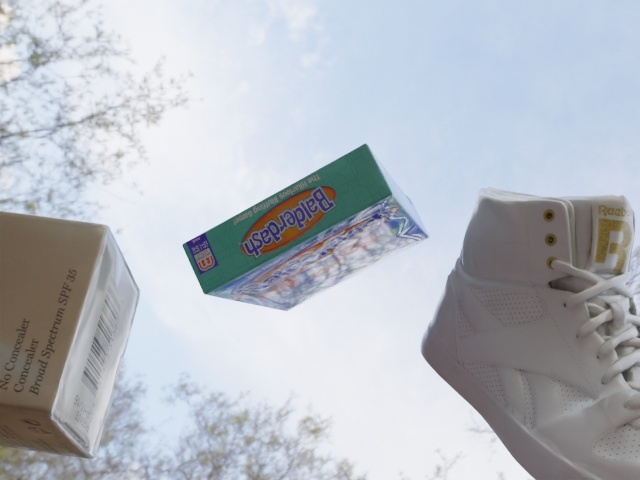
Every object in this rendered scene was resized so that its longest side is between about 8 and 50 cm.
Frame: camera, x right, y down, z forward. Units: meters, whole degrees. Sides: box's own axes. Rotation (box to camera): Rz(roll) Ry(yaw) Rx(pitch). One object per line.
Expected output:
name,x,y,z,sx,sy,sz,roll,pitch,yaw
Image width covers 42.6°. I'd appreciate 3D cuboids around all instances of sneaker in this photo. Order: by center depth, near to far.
sneaker,0.175,0.058,0.526,0.292,0.108,0.169,38,-61,54

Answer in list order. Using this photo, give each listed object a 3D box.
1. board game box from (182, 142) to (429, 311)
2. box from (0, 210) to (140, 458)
board game box,0.000,0.000,0.693,0.160,0.210,0.047,-28,-105,10
box,-0.307,0.055,0.596,0.311,0.148,0.121,6,-27,3
